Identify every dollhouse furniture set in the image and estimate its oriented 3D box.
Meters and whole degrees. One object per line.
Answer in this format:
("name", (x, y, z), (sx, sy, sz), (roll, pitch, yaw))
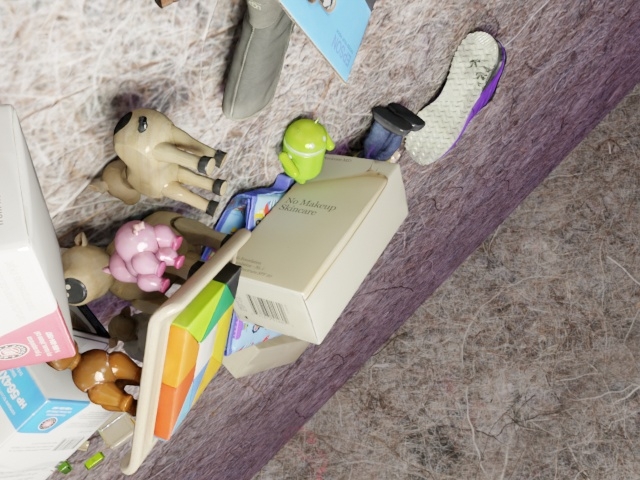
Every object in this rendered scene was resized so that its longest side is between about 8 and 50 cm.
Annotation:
("dollhouse furniture set", (-0.418, 0.373, 1.150), (0.151, 0.076, 0.059), (-35, 170, -23))

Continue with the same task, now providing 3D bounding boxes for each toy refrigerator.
("toy refrigerator", (-0.130, 0.231, 1.398), (0.094, 0.102, 0.269), (-52, 160, 14))

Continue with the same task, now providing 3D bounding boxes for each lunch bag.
("lunch bag", (-0.102, 0.022, 1.074), (0.221, 0.138, 0.294), (-10, 123, -57))

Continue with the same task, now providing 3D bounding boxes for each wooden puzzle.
("wooden puzzle", (-0.147, 0.124, 0.722), (0.221, 0.044, 0.239), (-57, 168, -64))

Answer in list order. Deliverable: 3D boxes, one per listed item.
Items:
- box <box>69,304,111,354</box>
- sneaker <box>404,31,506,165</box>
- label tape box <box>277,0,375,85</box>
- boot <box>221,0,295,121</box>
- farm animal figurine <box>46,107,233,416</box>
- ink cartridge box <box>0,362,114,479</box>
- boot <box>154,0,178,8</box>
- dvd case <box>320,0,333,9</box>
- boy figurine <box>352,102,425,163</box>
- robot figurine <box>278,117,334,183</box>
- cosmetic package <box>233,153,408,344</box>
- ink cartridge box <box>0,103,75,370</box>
("box", (-0.393, 0.127, 0.713), (0.169, 0.087, 0.290), (-46, 159, -2))
("sneaker", (0.295, -0.282, 1.282), (0.146, 0.102, 0.293), (-17, 144, -54))
("label tape box", (0.002, -0.329, 0.474), (0.334, 0.105, 0.240), (-68, 158, 0))
("boot", (-0.044, -0.257, 0.708), (0.190, 0.076, 0.209), (-49, 166, -28))
("farm animal figurine", (-0.219, 0.015, 0.733), (0.327, 0.172, 0.331), (-21, 133, -82))
("ink cartridge box", (-0.360, 0.229, 0.713), (0.203, 0.086, 0.148), (-43, 159, -2))
("boot", (-0.113, -0.281, 0.578), (0.114, 0.037, 0.106), (-36, 170, -18))
("dvd case", (0.079, -0.398, 0.743), (0.179, 0.029, 0.239), (-32, 155, -38))
("boy figurine", (0.088, -0.122, 1.193), (0.177, 0.092, 0.285), (-25, 148, -50))
("robot figurine", (-0.026, -0.141, 0.963), (0.101, 0.067, 0.115), (-39, 159, -30))
("cosmetic package", (0.000, 0.000, 0.969), (0.309, 0.160, 0.113), (-54, 141, -37))
("ink cartridge box", (-0.335, 0.028, 0.423), (0.282, 0.117, 0.207), (-10, 154, -19))
